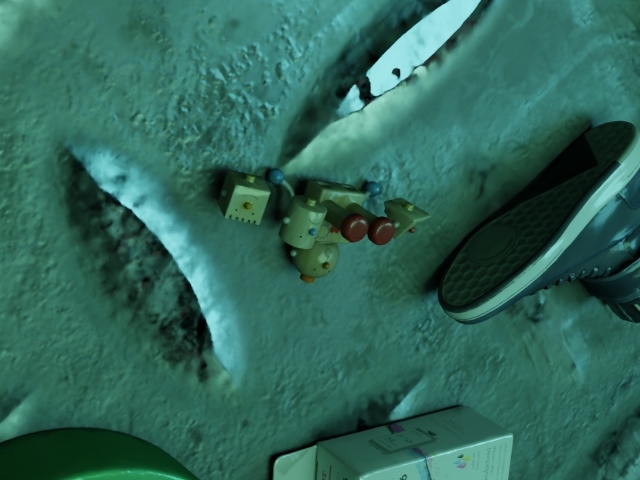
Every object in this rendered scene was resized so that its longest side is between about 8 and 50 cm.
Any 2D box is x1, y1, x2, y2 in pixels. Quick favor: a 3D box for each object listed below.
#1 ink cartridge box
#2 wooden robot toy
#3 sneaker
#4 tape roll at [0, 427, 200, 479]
[{"bbox_3d":[0.057,0.215,1.369,0.198,0.067,0.115,-10,115,-32],"label":"ink cartridge box"},{"bbox_3d":[0.000,0.000,1.242,0.173,0.076,0.079,5,116,-37],"label":"wooden robot toy"},{"bbox_3d":[0.209,0.032,1.391,0.226,0.086,0.163,-40,124,-17],"label":"sneaker"},{"bbox_3d":[-0.192,0.297,1.219,0.321,0.077,0.321,-15,117,-30],"label":"tape roll"}]
